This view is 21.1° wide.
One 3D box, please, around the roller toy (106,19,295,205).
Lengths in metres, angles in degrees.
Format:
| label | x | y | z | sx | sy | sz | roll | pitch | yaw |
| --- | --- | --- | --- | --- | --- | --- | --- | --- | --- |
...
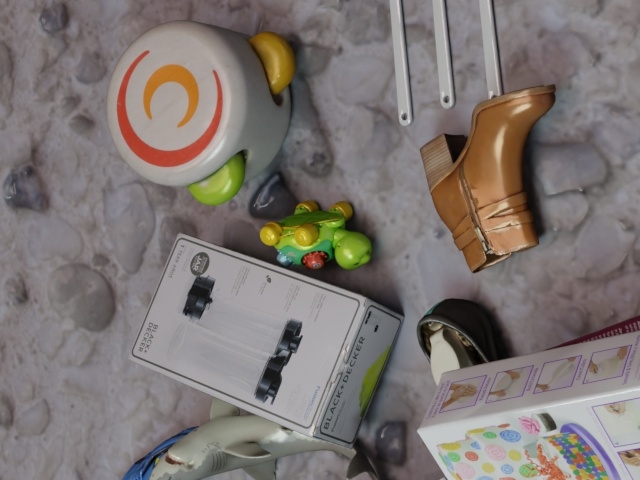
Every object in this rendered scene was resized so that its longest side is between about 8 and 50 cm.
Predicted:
| label | x | y | z | sx | sy | sz | roll | pitch | yaw |
| --- | --- | --- | --- | --- | --- | --- | --- | --- | --- |
| roller toy | -0.138 | -0.158 | 2.007 | 0.191 | 0.146 | 0.209 | 20 | 98 | 27 |

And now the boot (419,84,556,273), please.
| label | x | y | z | sx | sy | sz | roll | pitch | yaw |
| --- | --- | --- | --- | --- | --- | --- | --- | --- | --- |
| boot | 0.197 | -0.065 | 1.798 | 0.197 | 0.073 | 0.152 | -36 | 69 | 46 |

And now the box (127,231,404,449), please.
| label | x | y | z | sx | sy | sz | roll | pitch | yaw |
| --- | --- | --- | --- | --- | --- | --- | --- | --- | --- |
| box | -0.065 | 0.113 | 1.970 | 0.290 | 0.087 | 0.169 | 17 | 83 | 36 |

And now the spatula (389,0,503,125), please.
| label | x | y | z | sx | sy | sz | roll | pitch | yaw |
| --- | --- | --- | --- | --- | --- | --- | --- | --- | --- |
| spatula | 0.131 | -0.253 | 1.873 | 0.168 | 0.019 | 0.242 | -7 | 87 | 37 |

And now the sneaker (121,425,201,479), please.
| label | x | y | z | sx | sy | sz | roll | pitch | yaw |
| --- | --- | --- | --- | --- | --- | --- | --- | --- | --- |
| sneaker | -0.204 | 0.289 | 2.120 | 0.209 | 0.082 | 0.069 | -36 | 72 | 35 |

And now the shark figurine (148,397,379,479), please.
| label | x | y | z | sx | sy | sz | roll | pitch | yaw |
| --- | --- | --- | --- | --- | --- | --- | --- | --- | --- |
| shark figurine | -0.043 | 0.255 | 2.002 | 0.278 | 0.166 | 0.116 | 1 | 126 | 14 |

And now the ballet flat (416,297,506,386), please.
| label | x | y | z | sx | sy | sz | roll | pitch | yaw |
| --- | --- | --- | --- | --- | --- | --- | --- | --- | --- |
| ballet flat | 0.173 | 0.192 | 1.809 | 0.095 | 0.096 | 0.280 | -38 | 70 | 32 |

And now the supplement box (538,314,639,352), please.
| label | x | y | z | sx | sy | sz | roll | pitch | yaw |
| --- | --- | --- | --- | --- | --- | --- | --- | --- | --- |
| supplement box | 0.322 | 0.116 | 1.685 | 0.188 | 0.104 | 0.080 | -24 | 78 | 36 |

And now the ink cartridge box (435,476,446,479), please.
| label | x | y | z | sx | sy | sz | roll | pitch | yaw |
| --- | --- | --- | --- | --- | --- | --- | --- | --- | --- |
| ink cartridge box | 0.086 | 0.412 | 1.764 | 0.271 | 0.130 | 0.309 | 61 | 155 | 7 |

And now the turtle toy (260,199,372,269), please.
| label | x | y | z | sx | sy | sz | roll | pitch | yaw |
| --- | --- | --- | --- | --- | --- | --- | --- | --- | --- |
| turtle toy | 0.000 | 0.000 | 1.949 | 0.130 | 0.095 | 0.066 | 3 | 114 | 37 |

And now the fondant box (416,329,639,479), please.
| label | x | y | z | sx | sy | sz | roll | pitch | yaw |
| --- | --- | --- | --- | --- | --- | --- | --- | --- | --- |
| fondant box | 0.293 | 0.208 | 1.622 | 0.330 | 0.096 | 0.238 | -16 | 119 | 31 |
